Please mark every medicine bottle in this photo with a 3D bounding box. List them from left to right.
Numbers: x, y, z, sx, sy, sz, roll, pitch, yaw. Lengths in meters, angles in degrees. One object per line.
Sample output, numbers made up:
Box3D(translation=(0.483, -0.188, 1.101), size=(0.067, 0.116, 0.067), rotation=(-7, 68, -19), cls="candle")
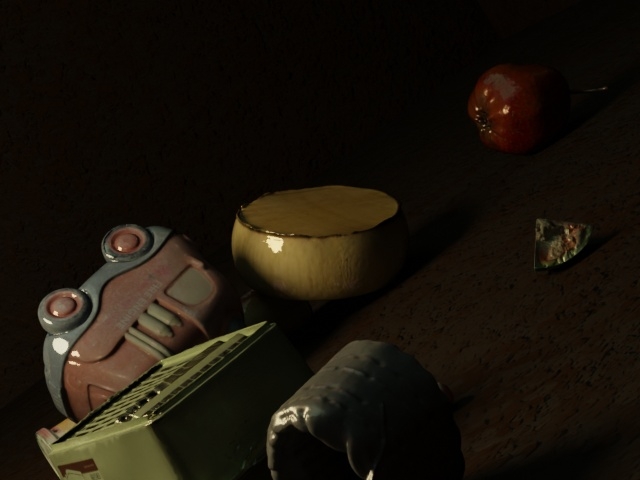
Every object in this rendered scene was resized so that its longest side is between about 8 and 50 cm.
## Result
Box3D(translation=(-0.201, 0.197, 2.182), size=(0.426, 0.108, 0.108), rotation=(-35, 8, -22), cls="medicine bottle")

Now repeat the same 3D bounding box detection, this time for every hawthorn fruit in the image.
Box3D(translation=(0.343, -0.223, 2.453), size=(0.203, 0.163, 0.162), rotation=(-20, 3, -21), cls="hawthorn fruit")

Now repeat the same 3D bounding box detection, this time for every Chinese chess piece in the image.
Box3D(translation=(0.000, 0.000, 2.200), size=(0.257, 0.104, 0.257), rotation=(-2, 18, 1), cls="Chinese chess piece")

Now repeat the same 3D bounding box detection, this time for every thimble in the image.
Box3D(translation=(0.034, 0.168, 1.202), size=(0.127, 0.151, 0.118), rotation=(-8, 23, 44), cls="thimble")

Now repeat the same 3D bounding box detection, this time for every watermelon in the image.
Box3D(translation=(0.255, -0.002, 1.697), size=(0.085, 0.061, 0.085), rotation=(-29, 17, 10), cls="watermelon")

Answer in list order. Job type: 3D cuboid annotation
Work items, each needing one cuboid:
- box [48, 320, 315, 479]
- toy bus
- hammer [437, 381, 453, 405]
Box3D(translation=(-0.120, 0.209, 1.521), size=(0.220, 0.166, 0.290), rotation=(-38, 9, -34), cls="box")
Box3D(translation=(-0.220, 0.135, 2.039), size=(0.231, 0.197, 0.294), rotation=(22, 50, 25), cls="toy bus")
Box3D(translation=(0.099, 0.164, 1.430), size=(0.052, 0.031, 0.083), rotation=(-35, 13, 14), cls="hammer")
